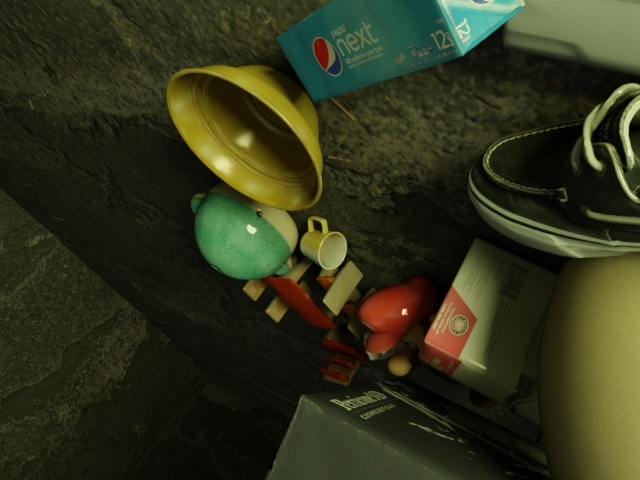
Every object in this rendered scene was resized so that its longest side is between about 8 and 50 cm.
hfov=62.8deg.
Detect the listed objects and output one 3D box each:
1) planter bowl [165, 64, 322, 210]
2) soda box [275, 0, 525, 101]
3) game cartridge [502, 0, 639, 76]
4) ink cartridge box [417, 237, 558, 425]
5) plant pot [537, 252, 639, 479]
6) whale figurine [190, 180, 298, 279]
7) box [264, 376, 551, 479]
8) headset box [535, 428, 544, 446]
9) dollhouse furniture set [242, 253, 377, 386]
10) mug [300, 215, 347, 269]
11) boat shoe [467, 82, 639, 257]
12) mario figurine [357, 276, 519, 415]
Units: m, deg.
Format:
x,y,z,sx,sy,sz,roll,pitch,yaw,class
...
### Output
x,y,z,sx,sy,sz,roll,pitch,yaw,class
-0.070,-0.141,0.632,0.217,0.090,0.217,27,155,14,planter bowl
0.047,-0.169,0.412,0.071,0.067,0.210,56,160,-20,soda box
0.204,-0.202,0.244,0.198,0.062,0.297,26,154,26,game cartridge
0.251,0.119,0.630,0.218,0.158,0.092,26,157,17,ink cartridge box
0.302,0.088,0.434,0.284,0.284,0.190,107,150,-64,plant pot
-0.152,0.006,0.932,0.216,0.141,0.272,38,155,-9,whale figurine
0.201,0.392,0.579,0.472,0.297,0.480,21,176,23,box
0.492,0.358,0.822,0.218,0.110,0.293,31,155,6,headset box
-0.004,0.154,1.024,0.262,0.135,0.259,1,139,49,dollhouse furniture set
0.002,0.003,0.858,0.062,0.078,0.064,12,-175,-43,mug
0.229,-0.055,0.355,0.119,0.121,0.335,41,165,-33,boat shoe
0.183,0.194,0.823,0.321,0.170,0.198,34,122,-18,mario figurine
